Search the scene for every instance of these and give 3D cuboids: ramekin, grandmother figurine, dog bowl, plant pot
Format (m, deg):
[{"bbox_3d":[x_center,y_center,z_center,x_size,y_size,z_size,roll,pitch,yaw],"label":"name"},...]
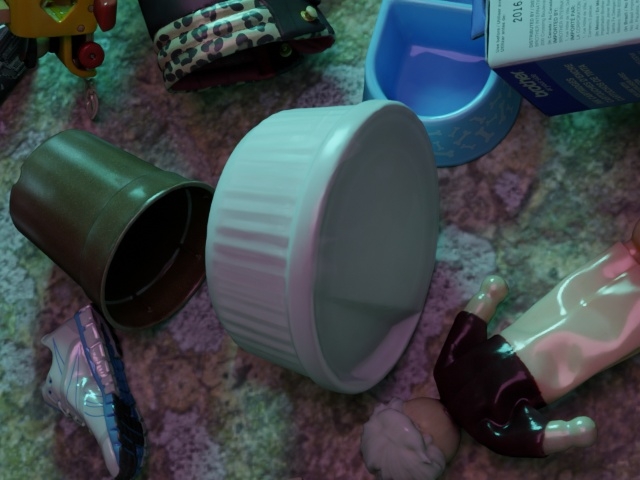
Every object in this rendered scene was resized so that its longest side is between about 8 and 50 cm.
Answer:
[{"bbox_3d":[0.000,0.000,1.601,0.127,0.273,0.273,8,70,27],"label":"ramekin"},{"bbox_3d":[0.189,0.124,1.599,0.342,0.104,0.208,-32,38,1],"label":"grandmother figurine"},{"bbox_3d":[0.135,-0.223,1.757,0.166,0.074,0.297,11,72,16],"label":"dog bowl"},{"bbox_3d":[-0.210,-0.021,1.709,0.165,0.167,0.167,33,78,29],"label":"plant pot"}]

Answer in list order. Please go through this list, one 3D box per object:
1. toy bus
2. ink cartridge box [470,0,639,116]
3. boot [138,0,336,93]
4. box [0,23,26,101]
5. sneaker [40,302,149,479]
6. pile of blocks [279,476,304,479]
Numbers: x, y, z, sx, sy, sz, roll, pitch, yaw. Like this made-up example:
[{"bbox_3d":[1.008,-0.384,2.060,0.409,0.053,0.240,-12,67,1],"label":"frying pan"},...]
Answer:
[{"bbox_3d":[-0.284,-0.244,1.770,0.104,0.191,0.202,-7,70,-20],"label":"toy bus"},{"bbox_3d":[0.302,-0.275,1.582,0.395,0.151,0.270,-6,70,29],"label":"ink cartridge box"},{"bbox_3d":[-0.051,-0.326,1.801,0.377,0.138,0.284,-17,77,-19],"label":"boot"},{"bbox_3d":[-0.499,-0.199,1.881,0.307,0.076,0.242,31,78,21],"label":"box"},{"bbox_3d":[-0.227,0.159,1.691,0.083,0.071,0.191,-26,57,8],"label":"sneaker"},{"bbox_3d":[0.054,0.327,1.532,0.362,0.112,0.149,22,75,20],"label":"pile of blocks"}]
